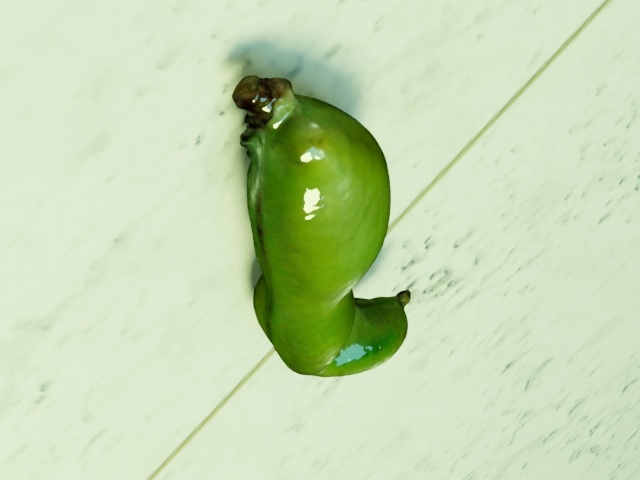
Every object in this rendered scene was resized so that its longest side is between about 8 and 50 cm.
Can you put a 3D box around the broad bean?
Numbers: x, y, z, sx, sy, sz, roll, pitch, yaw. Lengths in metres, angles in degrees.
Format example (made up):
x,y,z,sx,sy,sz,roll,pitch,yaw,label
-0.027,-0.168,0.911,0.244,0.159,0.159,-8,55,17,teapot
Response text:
x,y,z,sx,sy,sz,roll,pitch,yaw,label
0.000,0.000,0.711,0.070,0.048,0.213,-39,153,-10,broad bean
